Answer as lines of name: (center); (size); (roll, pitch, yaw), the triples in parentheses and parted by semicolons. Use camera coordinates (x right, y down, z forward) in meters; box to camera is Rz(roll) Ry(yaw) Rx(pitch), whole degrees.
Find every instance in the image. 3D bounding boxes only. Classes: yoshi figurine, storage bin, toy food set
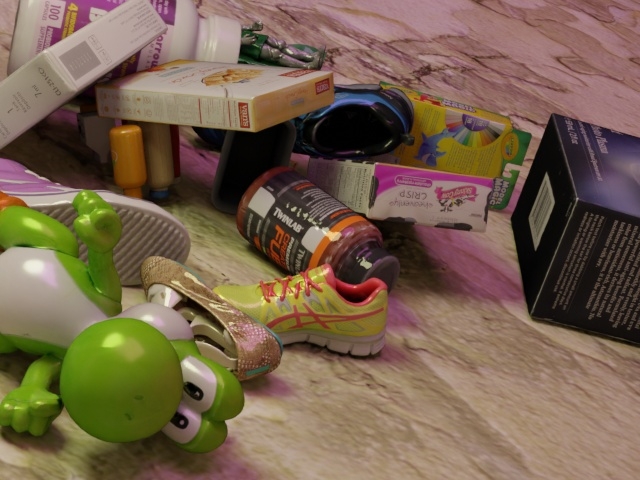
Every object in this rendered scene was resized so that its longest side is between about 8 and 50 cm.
yoshi figurine: (-0.240, 0.076, 1.418); (0.362, 0.203, 0.203); (30, 44, 20)
storage bin: (-0.080, -0.105, 1.937); (0.098, 0.135, 0.091); (13, 16, -8)
toy food set: (-0.237, -0.110, 1.920); (0.111, 0.104, 0.232); (-10, 16, -21)

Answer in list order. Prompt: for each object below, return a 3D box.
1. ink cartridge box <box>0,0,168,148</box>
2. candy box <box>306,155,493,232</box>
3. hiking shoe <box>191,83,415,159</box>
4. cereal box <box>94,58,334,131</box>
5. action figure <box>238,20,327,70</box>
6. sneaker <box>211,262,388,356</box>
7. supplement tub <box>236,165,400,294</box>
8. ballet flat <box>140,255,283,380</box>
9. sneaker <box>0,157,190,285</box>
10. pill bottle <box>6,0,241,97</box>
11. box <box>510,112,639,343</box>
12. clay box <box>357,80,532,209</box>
ink cartridge box: (-0.348, -0.182, 1.870); (0.066, 0.261, 0.296); (55, 26, -9)
candy box: (0.092, -0.060, 1.911); (0.159, 0.071, 0.233); (6, 3, -21)
hiking shoe: (-0.027, -0.166, 2.032); (0.304, 0.113, 0.132); (-1, 16, 4)
cereal box: (-0.127, -0.178, 1.847); (0.240, 0.047, 0.173); (7, 20, 32)
action figure: (-0.111, -0.308, 2.405); (0.232, 0.063, 0.137); (15, 28, 3)
sneaker: (-0.021, 0.062, 1.666); (0.209, 0.094, 0.081); (7, 29, -18)
supplement tub: (0.000, 0.000, 1.791); (0.198, 0.106, 0.106); (35, 31, 33)
ballet flat: (-0.132, 0.081, 1.595); (0.206, 0.073, 0.067); (29, 42, 31)
sneaker: (-0.287, -0.037, 1.701); (0.282, 0.102, 0.161); (10, 23, -15)
pill bottle: (-0.269, -0.273, 2.103); (0.302, 0.169, 0.169); (10, 26, -13)
box: (0.423, -0.005, 1.979); (0.294, 0.182, 0.296); (16, 26, -6)
clay box: (0.171, -0.130, 2.135); (0.222, 0.127, 0.053); (15, 22, -6)
